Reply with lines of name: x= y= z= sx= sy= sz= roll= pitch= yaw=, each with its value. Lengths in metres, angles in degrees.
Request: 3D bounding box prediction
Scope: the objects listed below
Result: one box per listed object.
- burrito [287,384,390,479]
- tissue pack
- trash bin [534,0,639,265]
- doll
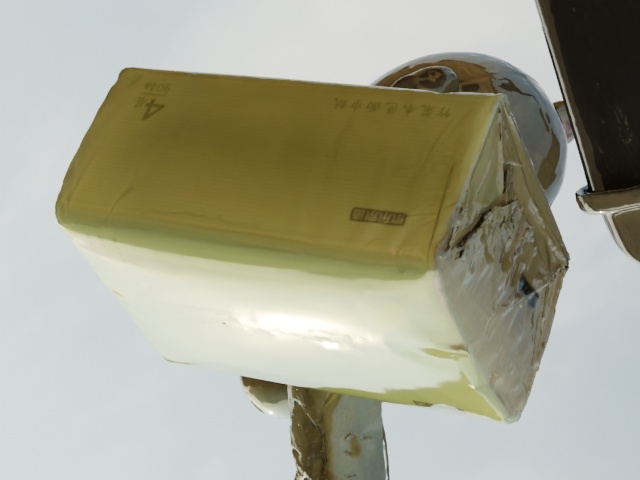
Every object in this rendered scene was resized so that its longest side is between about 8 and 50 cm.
burrito: x=0.010 y=0.165 z=1.125 sx=0.058 sy=0.063 sz=0.229 roll=4 pitch=-79 yaw=60
tissue pack: x=0.000 y=0.000 z=0.934 sx=0.234 sy=0.159 sz=0.125 roll=8 pitch=-121 yaw=28
trash bin: x=0.235 y=-0.126 z=1.016 sx=0.182 sy=0.290 sz=0.209 roll=-14 pitch=-172 yaw=47
doll: x=0.055 y=-0.010 z=1.338 sx=0.330 sy=0.235 sz=0.174 roll=-48 pitch=-124 yaw=28
